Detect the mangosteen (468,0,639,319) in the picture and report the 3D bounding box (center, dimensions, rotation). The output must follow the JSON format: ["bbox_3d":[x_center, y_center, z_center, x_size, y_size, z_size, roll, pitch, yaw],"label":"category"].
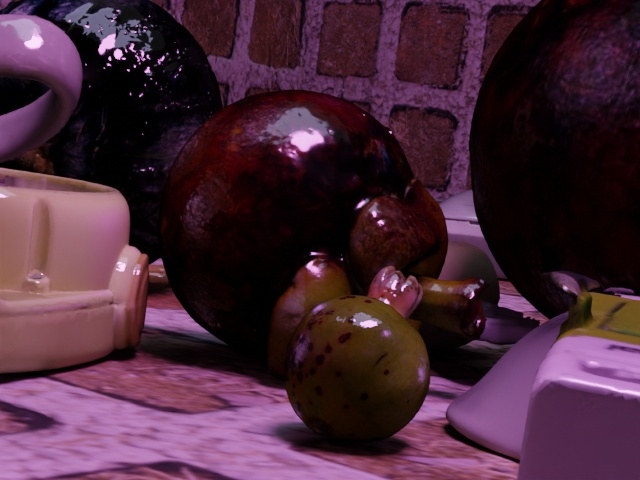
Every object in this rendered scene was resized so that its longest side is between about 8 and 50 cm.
[{"bbox_3d":[0.239,-0.060,0.900,0.311,0.311,0.311,7,4,-1],"label":"mangosteen"}]

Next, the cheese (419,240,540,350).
[{"bbox_3d":[0.059,0.036,0.999,0.163,0.082,0.286,3,8,-27],"label":"cheese"}]

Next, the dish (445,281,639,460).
[{"bbox_3d":[0.178,0.068,0.732,0.229,0.081,0.229,7,4,-1],"label":"dish"}]

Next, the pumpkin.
[{"bbox_3d":[-0.181,-0.079,1.125,0.233,0.233,0.163,8,15,20],"label":"pumpkin"}]

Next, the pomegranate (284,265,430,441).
[{"bbox_3d":[0.018,0.050,0.679,0.073,0.084,0.073,8,-6,1],"label":"pomegranate"}]

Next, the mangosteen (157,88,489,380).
[{"bbox_3d":[-0.010,-0.001,0.855,0.173,0.172,0.184,5,29,-21],"label":"mangosteen"}]

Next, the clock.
[{"bbox_3d":[-0.210,0.006,0.838,0.235,0.096,0.308,8,3,27],"label":"clock"}]

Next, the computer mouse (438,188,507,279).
[{"bbox_3d":[0.198,-0.012,1.699,0.160,0.097,0.288,6,5,13],"label":"computer mouse"}]

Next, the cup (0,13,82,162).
[{"bbox_3d":[-0.315,-0.105,0.990,0.301,0.227,0.257,7,-31,-12],"label":"cup"}]

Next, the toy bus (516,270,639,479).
[{"bbox_3d":[0.193,0.087,0.363,0.302,0.113,0.139,10,9,19],"label":"toy bus"}]
